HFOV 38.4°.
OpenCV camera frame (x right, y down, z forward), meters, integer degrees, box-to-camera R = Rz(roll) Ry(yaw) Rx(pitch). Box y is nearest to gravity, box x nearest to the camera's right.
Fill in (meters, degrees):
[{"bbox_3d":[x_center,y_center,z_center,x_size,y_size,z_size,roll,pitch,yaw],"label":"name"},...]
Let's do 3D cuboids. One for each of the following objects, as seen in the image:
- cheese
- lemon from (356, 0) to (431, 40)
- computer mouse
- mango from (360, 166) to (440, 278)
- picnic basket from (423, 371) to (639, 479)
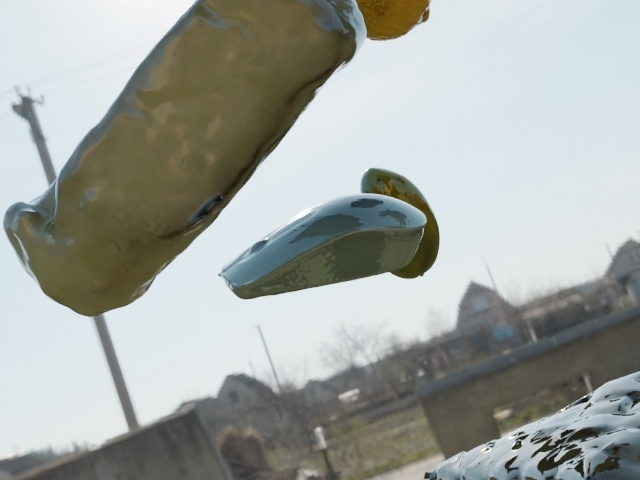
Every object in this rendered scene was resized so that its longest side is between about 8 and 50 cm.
[{"bbox_3d":[-0.096,-0.090,0.693,0.326,0.115,0.318,-39,13,51],"label":"cheese"},{"bbox_3d":[0.063,-0.333,1.151,0.142,0.187,0.142,-51,11,14],"label":"lemon"},{"bbox_3d":[0.000,0.000,0.986,0.231,0.079,0.128,-14,15,-6],"label":"computer mouse"},{"bbox_3d":[0.122,-0.022,1.413,0.122,0.191,0.085,22,51,39],"label":"mango"},{"bbox_3d":[0.282,0.232,0.646,0.337,0.293,0.337,-14,-9,-2],"label":"picnic basket"}]
